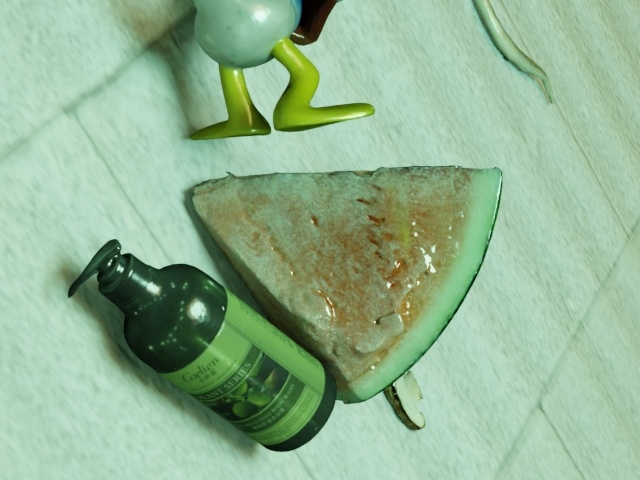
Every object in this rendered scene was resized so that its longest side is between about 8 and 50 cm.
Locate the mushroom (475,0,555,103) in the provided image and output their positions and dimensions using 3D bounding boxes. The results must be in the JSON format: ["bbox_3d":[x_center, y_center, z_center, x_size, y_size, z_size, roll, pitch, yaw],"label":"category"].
[{"bbox_3d":[0.247,-0.309,1.924,0.068,0.043,0.306,-35,107,-24],"label":"mushroom"}]

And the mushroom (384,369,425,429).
[{"bbox_3d":[0.093,0.169,1.577,0.049,0.019,0.101,-33,104,-49],"label":"mushroom"}]

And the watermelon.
[{"bbox_3d":[0.020,0.018,1.483,0.250,0.292,0.283,75,40,-75],"label":"watermelon"}]

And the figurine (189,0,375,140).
[{"bbox_3d":[-0.044,-0.284,1.426,0.283,0.204,0.338,-32,112,-67],"label":"figurine"}]

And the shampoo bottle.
[{"bbox_3d":[-0.108,0.092,1.308,0.284,0.101,0.101,41,49,-32],"label":"shampoo bottle"}]
